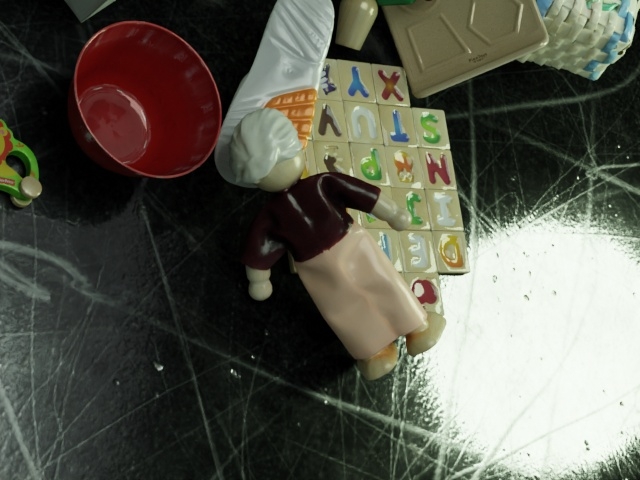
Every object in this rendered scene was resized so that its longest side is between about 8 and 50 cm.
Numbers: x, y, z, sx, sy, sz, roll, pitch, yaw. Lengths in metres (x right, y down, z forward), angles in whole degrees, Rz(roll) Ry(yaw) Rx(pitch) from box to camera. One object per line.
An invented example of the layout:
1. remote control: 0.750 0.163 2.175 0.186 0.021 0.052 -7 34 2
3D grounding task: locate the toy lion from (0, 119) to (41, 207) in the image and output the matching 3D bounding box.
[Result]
1. toy lion: -0.348 -0.091 1.531 0.100 0.034 0.096 13 60 -33

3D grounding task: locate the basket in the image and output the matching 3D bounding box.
1. basket: 0.306 -0.376 2.000 0.289 0.201 0.254 19 67 0

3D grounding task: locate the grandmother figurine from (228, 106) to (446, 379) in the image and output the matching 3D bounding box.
1. grandmother figurine: 0.000 0.000 1.669 0.208 0.104 0.342 -32 108 0

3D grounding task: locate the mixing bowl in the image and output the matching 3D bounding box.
1. mixing bowl: -0.211 -0.143 1.602 0.181 0.098 0.181 12 69 -32

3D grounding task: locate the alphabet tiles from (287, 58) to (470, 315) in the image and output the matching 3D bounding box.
1. alphabet tiles: 0.066 -0.068 1.836 0.285 0.011 0.342 2 74 -36

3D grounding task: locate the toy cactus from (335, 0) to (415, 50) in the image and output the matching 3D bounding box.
1. toy cactus: 0.056 -0.339 1.860 0.219 0.112 0.180 16 98 -13

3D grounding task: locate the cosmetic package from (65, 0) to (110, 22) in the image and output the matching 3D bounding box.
1. cosmetic package: -0.285 -0.457 1.607 0.197 0.155 0.365 -40 101 -30

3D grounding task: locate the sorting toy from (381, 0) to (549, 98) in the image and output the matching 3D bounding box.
1. sorting toy: 0.182 -0.312 1.903 0.038 0.193 0.208 20 50 -69

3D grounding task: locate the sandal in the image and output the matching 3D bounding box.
1. sandal: -0.048 -0.179 1.738 0.102 0.076 0.265 22 76 -5
